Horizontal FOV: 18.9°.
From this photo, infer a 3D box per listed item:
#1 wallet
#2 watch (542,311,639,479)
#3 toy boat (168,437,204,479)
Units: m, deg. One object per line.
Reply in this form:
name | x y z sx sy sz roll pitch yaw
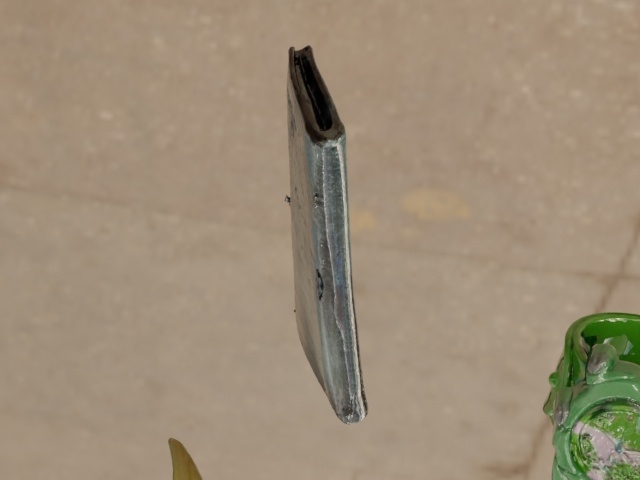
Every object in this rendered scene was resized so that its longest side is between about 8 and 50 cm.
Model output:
wallet | 0.000 0.000 1.996 0.046 0.190 0.379 -11 128 -8
watch | 0.241 0.129 1.374 0.165 0.152 0.131 18 115 13
toy boat | -0.094 0.208 1.219 0.066 0.172 0.065 3 149 10
